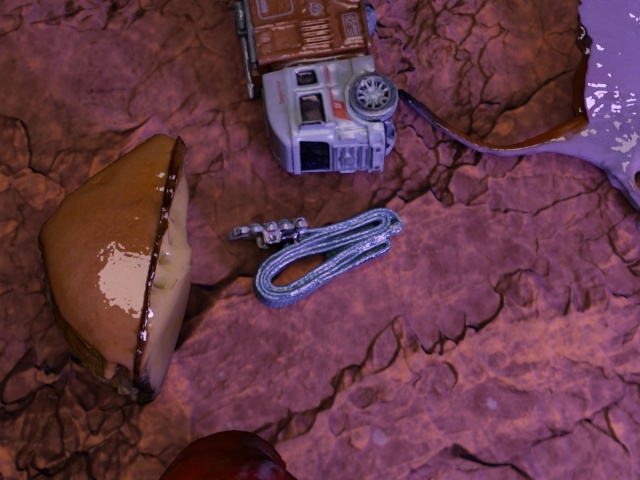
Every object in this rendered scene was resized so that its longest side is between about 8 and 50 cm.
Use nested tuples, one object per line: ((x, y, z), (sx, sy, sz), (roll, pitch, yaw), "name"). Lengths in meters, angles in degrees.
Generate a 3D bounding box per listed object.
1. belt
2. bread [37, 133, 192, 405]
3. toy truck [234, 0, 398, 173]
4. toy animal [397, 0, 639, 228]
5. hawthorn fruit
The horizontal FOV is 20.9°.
((-0.001, 0.001, 1.896), (0.179, 0.065, 0.100), (-24, 86, -15), "belt")
((-0.212, 0.022, 1.791), (0.162, 0.204, 0.262), (8, 69, -7), "bread")
((-0.011, -0.224, 1.925), (0.162, 0.136, 0.305), (-8, 72, -2), "toy truck")
((0.285, -0.125, 1.934), (0.284, 0.225, 0.302), (-35, 91, 4), "toy animal")
((-0.104, 0.299, 1.742), (0.202, 0.185, 0.185), (-38, 80, 2), "hawthorn fruit")
